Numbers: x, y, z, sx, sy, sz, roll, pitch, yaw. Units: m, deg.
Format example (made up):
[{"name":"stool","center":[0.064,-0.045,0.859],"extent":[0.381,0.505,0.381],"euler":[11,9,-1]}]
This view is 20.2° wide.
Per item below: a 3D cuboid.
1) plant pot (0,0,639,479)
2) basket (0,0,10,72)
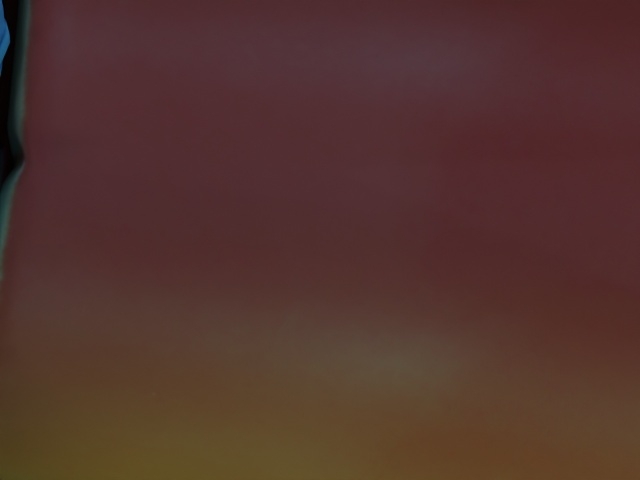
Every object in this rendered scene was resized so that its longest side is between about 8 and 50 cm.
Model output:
[{"name":"plant pot","center":[0.000,0.000,0.623],"extent":[0.243,0.275,0.275],"euler":[7,70,-16]},{"name":"basket","center":[-0.180,-0.072,0.513],"extent":[0.201,0.255,0.289],"euler":[40,58,-5]}]
